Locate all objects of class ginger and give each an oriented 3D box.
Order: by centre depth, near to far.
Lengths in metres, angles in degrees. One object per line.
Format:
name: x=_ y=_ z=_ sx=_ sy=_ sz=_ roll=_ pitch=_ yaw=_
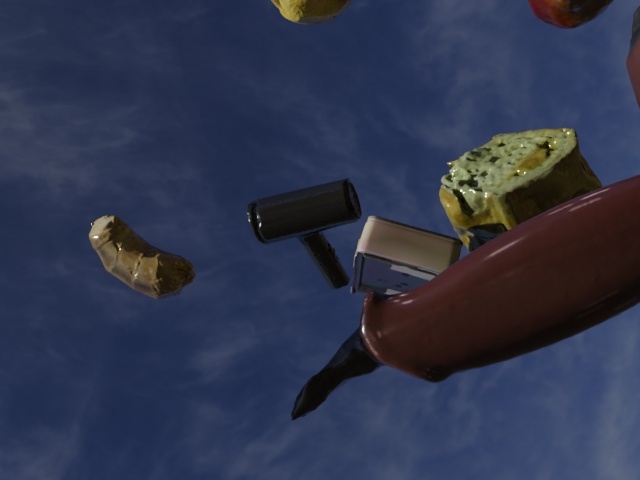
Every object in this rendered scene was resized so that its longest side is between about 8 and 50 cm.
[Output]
ginger: x=-0.272 y=0.029 z=1.008 sx=0.069 sy=0.190 sz=0.095 roll=-27 pitch=-39 yaw=-66

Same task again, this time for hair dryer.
hair dryer: x=0.154 y=0.044 z=0.300 sx=0.340 sy=0.312 sz=0.123 roll=-28 pitch=-12 yaw=5
hair dryer: x=0.000 y=0.000 z=1.296 sx=0.197 sy=0.089 sz=0.251 roll=-15 pitch=-48 yaw=15

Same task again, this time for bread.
bread: x=0.326 y=-0.032 z=1.049 sx=0.238 sy=0.196 sz=0.252 roll=-25 pitch=-63 yaw=-2

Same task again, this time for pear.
pear: x=-0.021 y=-0.519 z=1.368 sx=0.178 sy=0.178 sz=0.178 roll=-15 pitch=-64 yaw=-33

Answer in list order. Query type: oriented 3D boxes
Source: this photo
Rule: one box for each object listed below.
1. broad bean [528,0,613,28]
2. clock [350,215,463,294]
broad bean: x=0.291 y=-0.346 z=0.751 sx=0.156 sy=0.122 sz=0.228 roll=-60 pitch=-23 yaw=-22
clock: x=0.124 y=0.043 z=1.024 sx=0.192 sy=0.147 sz=0.071 roll=87 pitch=-160 yaw=-68
